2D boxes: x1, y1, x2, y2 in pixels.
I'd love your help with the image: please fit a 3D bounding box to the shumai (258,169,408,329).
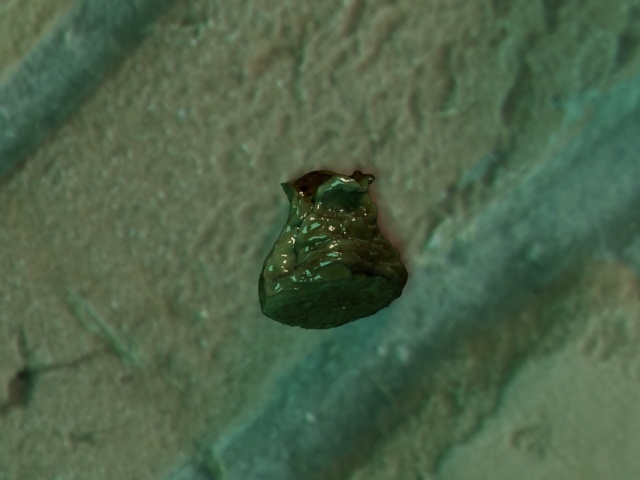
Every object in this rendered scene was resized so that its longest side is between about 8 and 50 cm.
[{"bbox_3d":[0.000,0.000,0.928,0.083,0.082,0.080,-14,61,-6],"label":"shumai"}]
